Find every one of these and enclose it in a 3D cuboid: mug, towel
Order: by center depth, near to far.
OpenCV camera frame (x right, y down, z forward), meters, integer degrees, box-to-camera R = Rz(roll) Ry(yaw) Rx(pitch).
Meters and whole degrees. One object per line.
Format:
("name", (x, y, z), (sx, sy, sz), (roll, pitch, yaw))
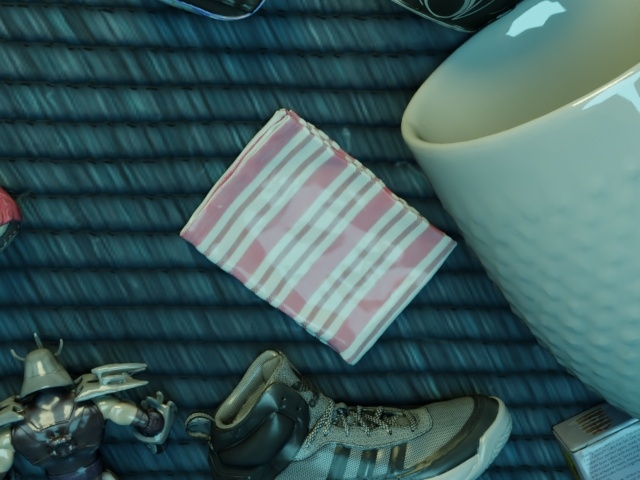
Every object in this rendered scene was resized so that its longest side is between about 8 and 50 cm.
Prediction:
("mug", (0.291, -0.052, 0.967), (0.374, 0.276, 0.328), (-45, 112, -26))
("towel", (0.000, 0.000, 1.046), (0.197, 0.029, 0.144), (38, 97, -13))

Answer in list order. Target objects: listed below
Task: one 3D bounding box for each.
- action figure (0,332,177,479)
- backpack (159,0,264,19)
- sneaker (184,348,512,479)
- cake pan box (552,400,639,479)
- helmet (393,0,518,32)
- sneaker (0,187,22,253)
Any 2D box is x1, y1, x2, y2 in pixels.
("action figure", (-0.200, 0.212, 1.043), (0.185, 0.099, 0.285), (-15, 101, 5))
("backpack", (-0.086, -0.226, 0.954), (0.114, 0.084, 0.105), (22, 100, -6))
("sneaker", (0.020, 0.156, 1.046), (0.269, 0.101, 0.153), (-22, 107, 2))
("cake pan box", (0.378, 0.221, 1.122), (0.267, 0.070, 0.245), (-28, 107, 1))
("helmet", (0.106, -0.257, 0.931), (0.169, 0.169, 0.161), (27, 115, -12))
("sneaker", (-0.360, 0.060, 0.988), (0.299, 0.121, 0.112), (-38, 133, 2))
